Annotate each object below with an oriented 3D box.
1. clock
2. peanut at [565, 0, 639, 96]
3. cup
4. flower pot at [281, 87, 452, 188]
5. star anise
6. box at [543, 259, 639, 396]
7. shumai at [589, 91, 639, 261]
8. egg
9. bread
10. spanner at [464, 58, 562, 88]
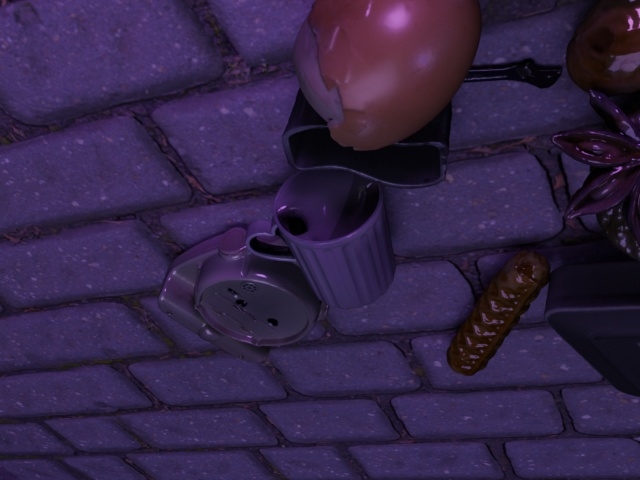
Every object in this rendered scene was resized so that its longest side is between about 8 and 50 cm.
[{"bbox_3d":[-0.116,0.094,1.495,0.265,0.109,0.324,36,136,-26],"label":"clock"},{"bbox_3d":[0.391,-0.248,0.932,0.236,0.120,0.110,-28,159,32],"label":"peanut"},{"bbox_3d":[0.010,-0.011,1.304,0.221,0.167,0.202,19,150,29],"label":"cup"},{"bbox_3d":[0.069,-0.151,1.142,0.229,0.108,0.103,10,142,5],"label":"flower pot"},{"bbox_3d":[0.378,-0.087,0.955,0.212,0.073,0.197,-6,108,9],"label":"star anise"},{"bbox_3d":[0.601,0.150,1.279,0.396,0.111,0.396,-7,148,40],"label":"box"},{"bbox_3d":[0.471,-0.096,1.081,0.225,0.222,0.261,-2,104,19],"label":"shumai"},{"bbox_3d":[0.079,-0.225,0.976,0.244,0.201,0.201,-31,125,27],"label":"egg"},{"bbox_3d":[0.308,0.138,1.453,0.077,0.084,0.368,48,149,21],"label":"bread"},{"bbox_3d":[0.214,-0.219,1.091,0.208,0.012,0.046,1,141,16],"label":"spanner"}]
